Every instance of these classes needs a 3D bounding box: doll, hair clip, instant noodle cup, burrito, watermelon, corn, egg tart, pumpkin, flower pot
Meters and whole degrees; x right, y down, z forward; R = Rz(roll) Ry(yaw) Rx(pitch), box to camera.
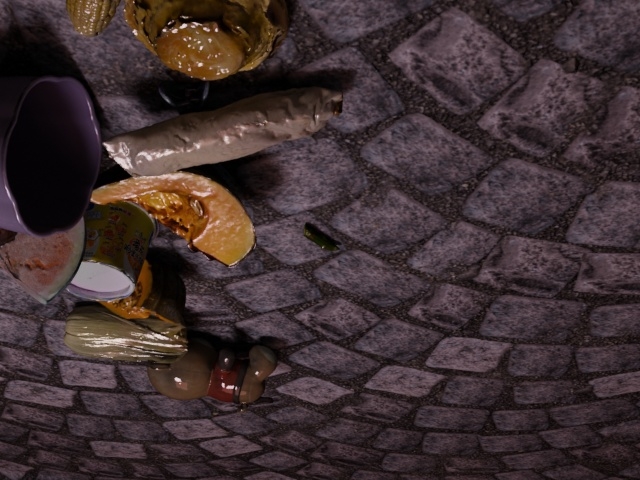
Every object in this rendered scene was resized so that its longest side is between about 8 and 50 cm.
[{"bbox_3d":[-0.276,0.340,2.122,0.329,0.174,0.235,8,171,-1],"label":"doll"},{"bbox_3d":[-0.205,-0.182,1.438,0.083,0.048,0.275,-9,151,1],"label":"hair clip"},{"bbox_3d":[-0.438,0.022,1.672,0.204,0.153,0.205,4,149,2],"label":"instant noodle cup"},{"bbox_3d":[-0.150,-0.174,1.348,0.391,0.076,0.117,-13,159,3],"label":"burrito"},{"bbox_3d":[-0.523,-0.040,1.541,0.175,0.322,0.188,-19,176,-14],"label":"watermelon"},{"bbox_3d":[-0.462,0.223,2.009,0.305,0.123,0.122,2,145,2],"label":"corn"},{"bbox_3d":[-0.163,-0.303,1.187,0.240,0.106,0.241,1,151,1],"label":"egg tart"},{"bbox_3d":[-0.246,-0.098,1.497,0.312,0.148,0.169,25,125,-20],"label":"pumpkin"},{"bbox_3d":[-0.282,-0.376,1.100,0.086,0.087,0.288,17,146,-19],"label":"corn"},{"bbox_3d":[-0.392,0.108,1.841,0.247,0.126,0.131,0,160,43],"label":"pumpkin"},{"bbox_3d":[-0.523,-0.152,1.342,0.243,0.265,0.265,10,149,15],"label":"flower pot"}]

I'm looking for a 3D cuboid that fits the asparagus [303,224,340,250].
[{"bbox_3d":[0.000,-0.001,1.702,0.021,0.025,0.108,-32,133,29],"label":"asparagus"}]
